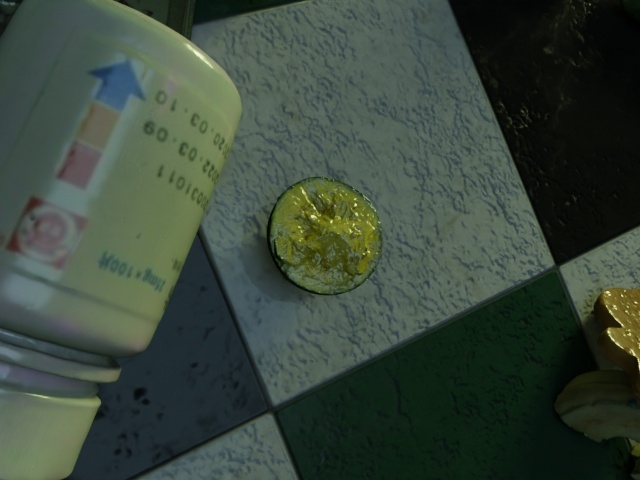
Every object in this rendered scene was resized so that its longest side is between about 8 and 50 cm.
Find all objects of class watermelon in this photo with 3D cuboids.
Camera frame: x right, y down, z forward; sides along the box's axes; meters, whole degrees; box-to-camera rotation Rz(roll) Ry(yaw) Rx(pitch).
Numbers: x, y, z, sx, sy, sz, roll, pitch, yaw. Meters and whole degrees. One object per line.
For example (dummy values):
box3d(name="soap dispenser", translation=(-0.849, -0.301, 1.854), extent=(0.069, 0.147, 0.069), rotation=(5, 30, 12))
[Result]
box3d(name="watermelon", translation=(0.000, 0.000, 0.543), extent=(0.105, 0.062, 0.105), rotation=(5, 73, -16))

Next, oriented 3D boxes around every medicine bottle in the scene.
box3d(name="medicine bottle", translation=(-0.178, -0.002, 0.415), extent=(0.170, 0.170, 0.293), rotation=(23, 77, -16))

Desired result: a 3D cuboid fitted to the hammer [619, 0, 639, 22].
box3d(name="hammer", translation=(0.525, -0.242, 0.768), extent=(0.336, 0.119, 0.206), rotation=(28, 71, -8))

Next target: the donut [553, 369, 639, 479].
box3d(name="donut", translation=(0.336, 0.190, 0.622), extent=(0.166, 0.108, 0.065), rotation=(42, 45, -4))

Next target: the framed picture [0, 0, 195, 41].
box3d(name="framed picture", translation=(-0.226, -0.177, 0.514), extent=(0.231, 0.010, 0.173), rotation=(7, 79, -20))

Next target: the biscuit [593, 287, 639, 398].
box3d(name="biscuit", translation=(0.337, 0.110, 0.618), extent=(0.133, 0.027, 0.184), rotation=(9, 34, -15))
